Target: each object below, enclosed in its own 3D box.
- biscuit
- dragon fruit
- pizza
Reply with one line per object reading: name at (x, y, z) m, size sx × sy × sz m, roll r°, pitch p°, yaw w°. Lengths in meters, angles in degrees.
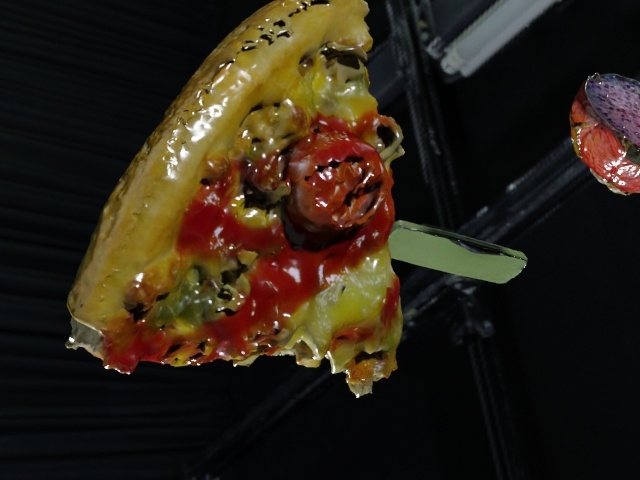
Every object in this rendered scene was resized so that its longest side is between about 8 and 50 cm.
biscuit at (0.252, 0.022, 1.529) m, size 0.099 × 0.323 × 0.038 m, roll -49°, pitch -142°, yaw 43°
dragon fruit at (0.472, -0.142, 1.270) m, size 0.148 × 0.219 × 0.223 m, roll -62°, pitch -141°, yaw 41°
pizza at (0.000, 0.000, 0.778) m, size 0.130 × 0.406 × 0.439 m, roll 8°, pitch -123°, yaw 45°
